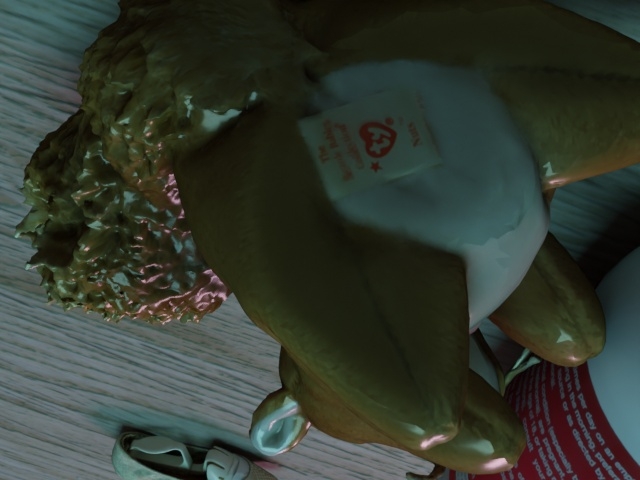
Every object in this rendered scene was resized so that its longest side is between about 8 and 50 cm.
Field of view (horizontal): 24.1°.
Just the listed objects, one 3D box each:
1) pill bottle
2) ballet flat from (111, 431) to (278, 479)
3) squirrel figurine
[{"bbox_3d":[0.259,0.139,1.096,0.229,0.229,0.408,19,142,-10],"label":"pill bottle"},{"bbox_3d":[-0.122,0.220,1.446,0.168,0.057,0.052,8,133,4],"label":"ballet flat"},{"bbox_3d":[0.000,0.000,1.009,0.397,0.281,0.370,29,159,11],"label":"squirrel figurine"}]
